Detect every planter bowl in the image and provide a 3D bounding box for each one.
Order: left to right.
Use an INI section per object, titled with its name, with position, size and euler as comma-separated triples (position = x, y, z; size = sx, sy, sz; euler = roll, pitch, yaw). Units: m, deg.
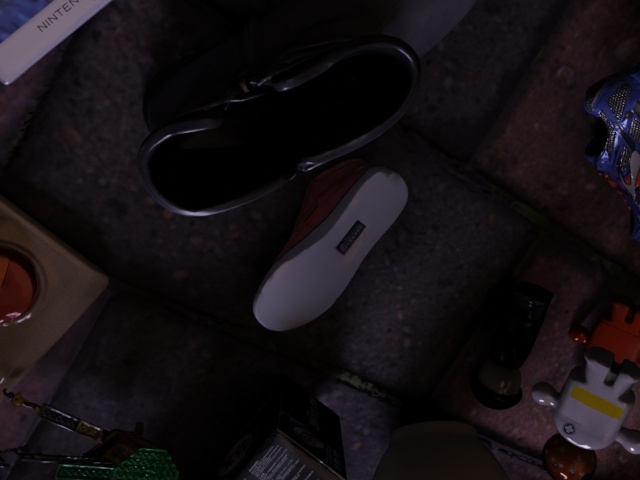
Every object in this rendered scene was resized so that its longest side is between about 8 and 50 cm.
[planter bowl]
position = 0.126, 0.259, 0.694
size = 0.162, 0.109, 0.162
euler = -1, 146, -1

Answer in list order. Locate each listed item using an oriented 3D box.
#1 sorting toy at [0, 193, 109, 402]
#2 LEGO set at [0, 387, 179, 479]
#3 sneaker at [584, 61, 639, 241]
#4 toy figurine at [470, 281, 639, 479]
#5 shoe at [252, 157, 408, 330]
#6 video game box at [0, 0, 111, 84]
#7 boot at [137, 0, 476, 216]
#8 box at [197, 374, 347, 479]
[sorting toy]
position = -0.359, 0.079, 0.524
size = 0.307, 0.041, 0.229
euler = -47, 116, 2
[LEGO set]
position = -0.303, 0.249, 0.542
size = 0.331, 0.192, 0.254
euler = 9, 84, -38
[sneaker]
position = 0.323, -0.087, 0.676
size = 0.087, 0.083, 0.221
euler = -6, 128, 24
[toy figurine]
position = 0.286, 0.155, 0.672
size = 0.213, 0.209, 0.148
euler = 8, 112, -20
[shoe]
position = 0.000, 0.000, 0.590
size = 0.063, 0.081, 0.178
euler = 41, 90, -26
[video game box]
position = -0.222, -0.247, 0.450
size = 0.187, 0.048, 0.205
euler = -41, 116, -3
[boot]
position = 0.025, -0.134, 0.473
size = 0.338, 0.222, 0.118
euler = -36, 115, -3
[box]
position = -0.063, 0.237, 0.612
size = 0.078, 0.147, 0.180
euler = 38, 95, -5
